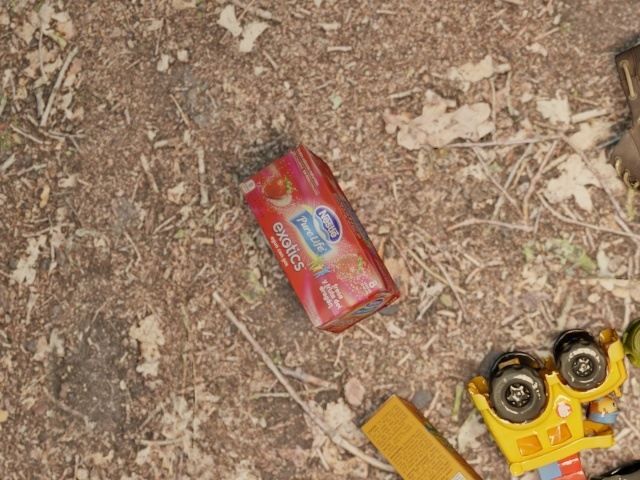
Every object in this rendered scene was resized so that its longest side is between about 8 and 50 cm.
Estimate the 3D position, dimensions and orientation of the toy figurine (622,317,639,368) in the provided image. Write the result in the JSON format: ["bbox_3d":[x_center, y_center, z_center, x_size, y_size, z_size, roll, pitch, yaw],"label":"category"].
[{"bbox_3d":[0.585,0.125,1.519,0.362,0.217,0.191,17,86,18],"label":"toy figurine"}]

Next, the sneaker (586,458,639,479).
[{"bbox_3d":[0.362,0.399,1.526,0.295,0.104,0.147,-33,89,-28],"label":"sneaker"}]

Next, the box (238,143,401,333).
[{"bbox_3d":[0.000,0.000,1.760,0.122,0.128,0.257,-32,74,10],"label":"box"}]

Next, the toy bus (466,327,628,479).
[{"bbox_3d":[0.340,0.245,1.622,0.220,0.149,0.211,-23,89,9],"label":"toy bus"}]

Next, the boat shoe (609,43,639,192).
[{"bbox_3d":[0.482,-0.118,1.649,0.130,0.132,0.355,-9,70,25],"label":"boat shoe"}]

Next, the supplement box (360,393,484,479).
[{"bbox_3d":[0.164,0.327,1.663,0.080,0.078,0.233,-49,60,3],"label":"supplement box"}]
